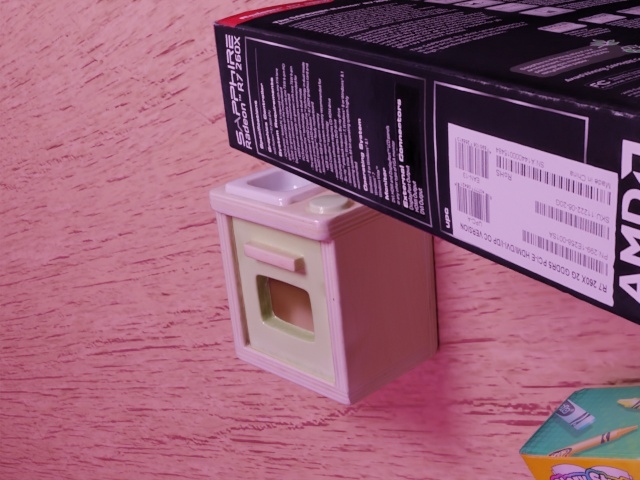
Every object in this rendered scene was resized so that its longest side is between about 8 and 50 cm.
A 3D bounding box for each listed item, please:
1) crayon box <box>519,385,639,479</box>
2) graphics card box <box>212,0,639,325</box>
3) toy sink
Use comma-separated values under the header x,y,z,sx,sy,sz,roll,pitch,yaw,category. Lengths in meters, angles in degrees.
x,y,z,sx,sy,sz,roll,pitch,yaw,category
0.275,0.177,0.603,0.165,0.081,0.278,58,150,-8,crayon box
0.126,-0.080,0.528,0.371,0.232,0.094,25,126,53,graphics card box
0.000,0.000,0.841,0.152,0.131,0.234,16,119,43,toy sink
